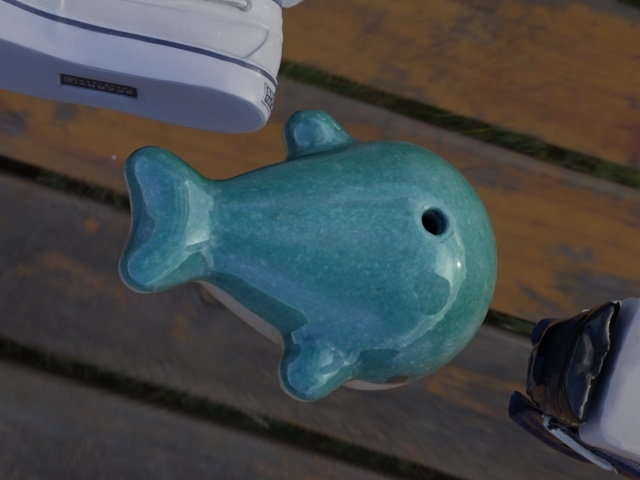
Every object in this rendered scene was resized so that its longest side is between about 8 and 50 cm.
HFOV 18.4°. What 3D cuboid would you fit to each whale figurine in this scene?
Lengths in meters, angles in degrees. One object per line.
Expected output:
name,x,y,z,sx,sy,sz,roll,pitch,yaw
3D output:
whale figurine,0.000,0.000,1.349,0.272,0.141,0.216,14,65,-26

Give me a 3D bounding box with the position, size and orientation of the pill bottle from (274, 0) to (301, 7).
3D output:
pill bottle,-0.074,-0.258,1.276,0.221,0.121,0.121,42,88,8

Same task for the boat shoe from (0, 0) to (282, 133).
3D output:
boat shoe,-0.205,-0.208,1.627,0.367,0.136,0.157,12,71,-1

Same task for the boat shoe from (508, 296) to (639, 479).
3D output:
boat shoe,0.280,0.118,1.222,0.340,0.158,0.127,23,81,-14
